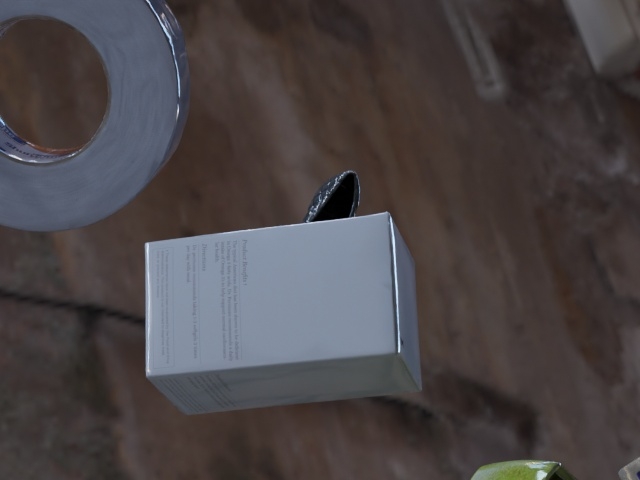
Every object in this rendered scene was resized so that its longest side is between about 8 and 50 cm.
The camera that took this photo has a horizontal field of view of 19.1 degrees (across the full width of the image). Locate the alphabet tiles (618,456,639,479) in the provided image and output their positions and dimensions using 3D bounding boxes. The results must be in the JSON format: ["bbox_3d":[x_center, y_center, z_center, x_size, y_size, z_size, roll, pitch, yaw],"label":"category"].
[{"bbox_3d":[0.318,0.226,1.046,0.285,0.342,0.011,-35,-26,15],"label":"alphabet tiles"}]

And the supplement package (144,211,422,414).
[{"bbox_3d":[-0.025,0.055,1.348,0.179,0.105,0.105,-6,-22,11],"label":"supplement package"}]

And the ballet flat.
[{"bbox_3d":[0.000,0.000,1.971,0.057,0.173,0.049,20,-32,-6],"label":"ballet flat"}]

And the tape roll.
[{"bbox_3d":[-0.212,-0.120,1.468,0.219,0.072,0.219,1,-78,5],"label":"tape roll"}]

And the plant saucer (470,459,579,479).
[{"bbox_3d":[0.093,0.217,1.215,0.188,0.045,0.188,-54,-19,-2],"label":"plant saucer"}]
